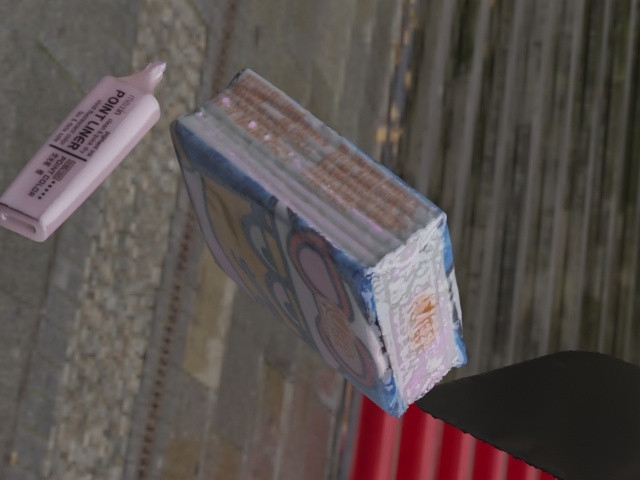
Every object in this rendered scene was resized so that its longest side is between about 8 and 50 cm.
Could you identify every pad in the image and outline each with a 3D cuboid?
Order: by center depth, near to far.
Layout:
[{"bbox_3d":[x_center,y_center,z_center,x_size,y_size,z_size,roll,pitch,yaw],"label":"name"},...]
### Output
[{"bbox_3d":[0.246,0.193,1.083,0.315,0.375,0.063,-9,108,-35],"label":"pad"}]

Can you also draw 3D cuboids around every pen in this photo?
[{"bbox_3d":[-0.158,-0.073,0.937,0.032,0.053,0.197,102,14,-46],"label":"pen"}]

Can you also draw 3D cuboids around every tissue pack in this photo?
[{"bbox_3d":[0.000,0.000,0.666,0.065,0.155,0.115,-38,142,-19],"label":"tissue pack"}]
